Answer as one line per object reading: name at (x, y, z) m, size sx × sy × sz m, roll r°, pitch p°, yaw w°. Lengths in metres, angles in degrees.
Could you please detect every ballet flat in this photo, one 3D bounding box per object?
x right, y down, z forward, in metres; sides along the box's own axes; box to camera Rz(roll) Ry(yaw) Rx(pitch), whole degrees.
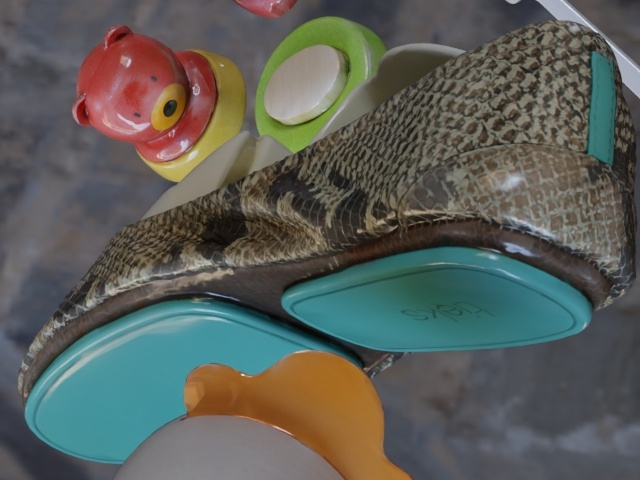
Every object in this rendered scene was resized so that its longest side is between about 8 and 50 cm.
ballet flat at (0.000, 0.000, 1.094) m, size 0.164 × 0.483 × 0.182 m, roll 27°, pitch 61°, yaw -27°

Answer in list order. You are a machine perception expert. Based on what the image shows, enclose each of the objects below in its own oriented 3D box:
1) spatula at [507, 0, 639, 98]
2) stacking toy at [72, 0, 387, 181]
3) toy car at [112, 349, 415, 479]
spatula at (0.196, -0.186, 1.298) m, size 0.019 × 0.242 × 0.168 m, roll -25°, pitch 155°, yaw -54°
stacking toy at (-0.066, -0.204, 1.676) m, size 0.130 × 0.279 × 0.309 m, roll 23°, pitch 82°, yaw -45°
toy car at (-0.021, 0.153, 0.759) m, size 0.238 × 0.210 × 0.219 m, roll -64°, pitch 169°, yaw 29°
